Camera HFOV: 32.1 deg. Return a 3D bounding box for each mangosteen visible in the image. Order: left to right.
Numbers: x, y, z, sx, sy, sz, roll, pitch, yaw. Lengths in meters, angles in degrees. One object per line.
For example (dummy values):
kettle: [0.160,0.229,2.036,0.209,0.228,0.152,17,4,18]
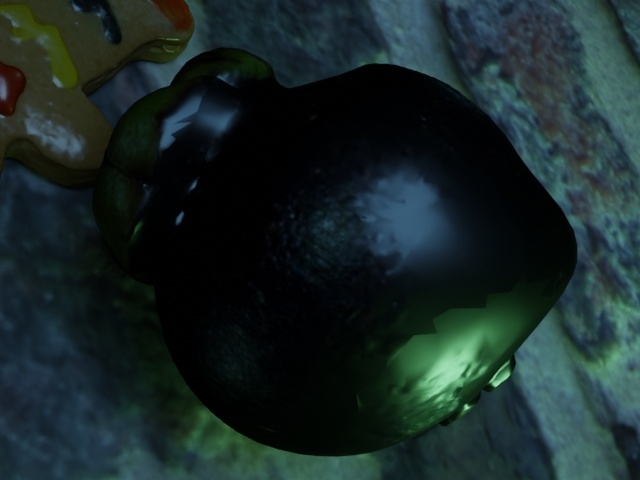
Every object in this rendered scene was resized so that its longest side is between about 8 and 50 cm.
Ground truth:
mangosteen: [0.000,0.000,0.580,0.243,0.243,0.243,15,61,-29]

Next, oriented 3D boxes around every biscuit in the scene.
biscuit: [-0.173,-0.104,0.620,0.165,0.036,0.250,42,52,-10]
